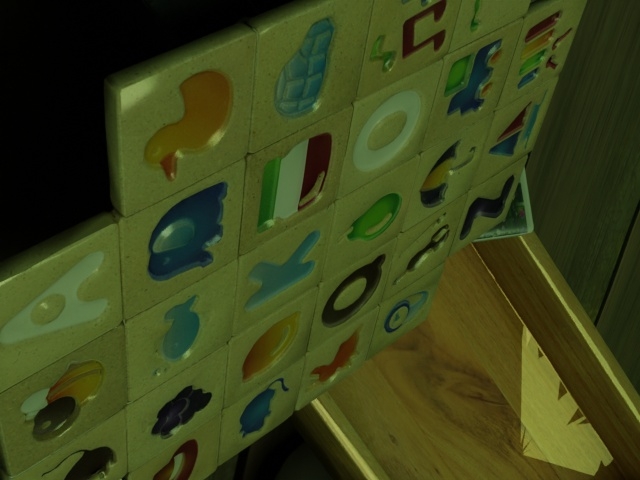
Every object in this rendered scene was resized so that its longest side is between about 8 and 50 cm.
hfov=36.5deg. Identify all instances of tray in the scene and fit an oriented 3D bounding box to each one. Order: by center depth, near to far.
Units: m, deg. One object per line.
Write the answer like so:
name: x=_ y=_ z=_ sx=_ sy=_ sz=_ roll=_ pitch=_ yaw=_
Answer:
tray: x=0.083 y=0.088 z=0.666 sx=0.203 sy=0.076 sz=0.411 roll=-39 pitch=102 yaw=-23

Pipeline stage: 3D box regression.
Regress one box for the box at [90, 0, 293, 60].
box: x=-0.017 y=-0.251 z=0.389 sx=0.312 sy=0.179 sz=0.343 roll=-46 pitch=140 yaw=-5

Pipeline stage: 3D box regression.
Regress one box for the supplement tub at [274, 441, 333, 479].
supplement tub: x=0.034 y=0.361 z=0.851 sx=0.241 sy=0.241 sz=0.331 roll=-2 pitch=116 yaw=-47

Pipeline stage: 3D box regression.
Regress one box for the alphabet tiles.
alphabet tiles: x=0.000 y=0.000 z=0.458 sx=0.342 sy=0.011 sz=0.285 roll=-31 pitch=149 yaw=-32

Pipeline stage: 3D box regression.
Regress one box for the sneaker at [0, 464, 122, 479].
sneaker: x=-0.148 y=0.211 z=0.663 sx=0.153 sy=0.099 sz=0.282 roll=-43 pitch=137 yaw=-15

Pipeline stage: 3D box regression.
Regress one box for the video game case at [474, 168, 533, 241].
video game case: x=0.047 y=-0.088 z=0.615 sx=0.173 sy=0.022 sz=0.190 roll=-7 pitch=87 yaw=-25
